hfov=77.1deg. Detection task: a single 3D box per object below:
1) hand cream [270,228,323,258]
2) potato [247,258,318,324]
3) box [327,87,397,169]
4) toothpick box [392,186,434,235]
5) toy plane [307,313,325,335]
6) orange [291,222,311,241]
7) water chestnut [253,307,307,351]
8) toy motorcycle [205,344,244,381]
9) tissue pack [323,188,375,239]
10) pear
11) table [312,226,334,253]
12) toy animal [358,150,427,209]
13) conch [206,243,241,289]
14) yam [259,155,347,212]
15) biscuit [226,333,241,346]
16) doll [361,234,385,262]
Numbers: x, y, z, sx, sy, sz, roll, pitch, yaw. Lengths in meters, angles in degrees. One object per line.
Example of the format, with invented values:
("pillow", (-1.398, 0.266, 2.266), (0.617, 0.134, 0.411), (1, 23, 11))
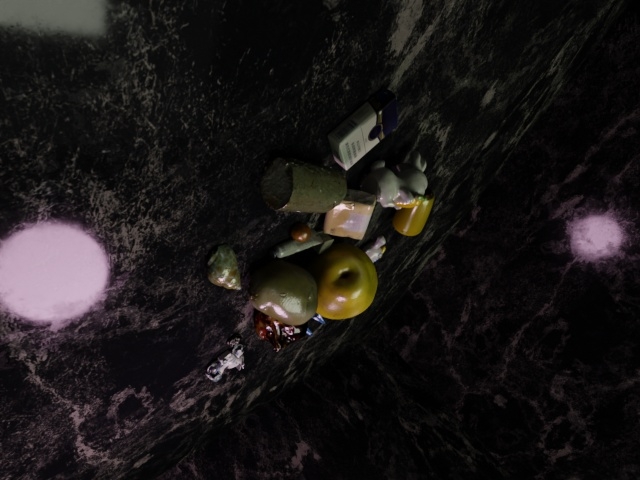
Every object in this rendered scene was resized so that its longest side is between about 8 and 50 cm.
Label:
("hand cream", (-0.099, 0.016, 1.644), (0.234, 0.080, 0.050), (-22, 152, -31))
("potato", (-0.144, 0.210, 1.658), (0.326, 0.221, 0.243), (37, 70, -32))
("box", (0.152, -0.379, 1.379), (0.259, 0.071, 0.168), (-41, 156, -4))
("toothpick box", (0.505, -0.171, 2.160), (0.175, 0.175, 0.271), (-27, 149, -33))
("toy plane", (-0.116, 0.374, 2.060), (0.105, 0.272, 0.253), (-46, 130, -61))
("orange", (-0.078, -0.030, 1.594), (0.085, 0.085, 0.085), (-35, 155, -19))
("water chestnut", (-0.179, 0.369, 1.874), (0.289, 0.244, 0.289), (-30, 146, -23))
("toy motorcycle", (-0.475, 0.631, 2.037), (0.221, 0.102, 0.150), (-33, 134, -29))
("tissue pack", (0.116, -0.106, 1.657), (0.222, 0.187, 0.090), (105, -5, -48))
("pear", (0.090, 0.188, 1.876), (0.362, 0.362, 0.418), (-40, 173, -9))
("table", (0.000, 0.000, 1.748), (0.062, 0.083, 0.079), (-17, 145, -44))
("toy animal", (0.331, -0.243, 1.709), (0.310, 0.247, 0.183), (-16, 164, -21))
("conch", (-0.331, 0.099, 1.375), (0.116, 0.106, 0.172), (-39, 150, -60))
("yam", (-0.050, -0.172, 1.293), (0.304, 0.168, 0.168), (-2, 133, -56))
("biscuit", (-0.423, 0.492, 1.964), (0.087, 0.027, 0.089), (-17, 145, -47))
("doll", (0.284, 0.082, 2.301), (0.252, 0.111, 0.237), (-38, 156, 8))
